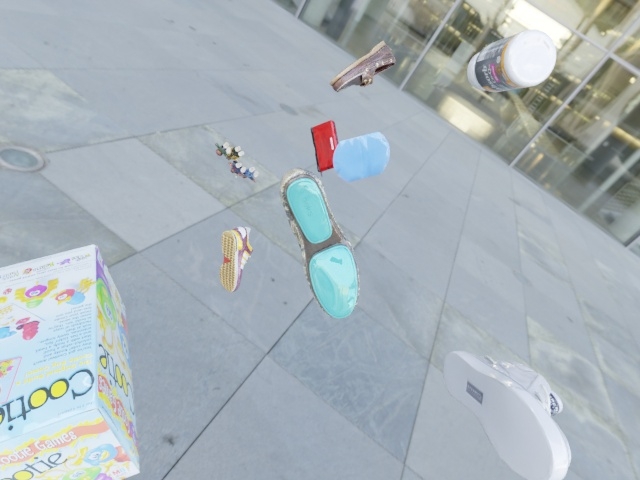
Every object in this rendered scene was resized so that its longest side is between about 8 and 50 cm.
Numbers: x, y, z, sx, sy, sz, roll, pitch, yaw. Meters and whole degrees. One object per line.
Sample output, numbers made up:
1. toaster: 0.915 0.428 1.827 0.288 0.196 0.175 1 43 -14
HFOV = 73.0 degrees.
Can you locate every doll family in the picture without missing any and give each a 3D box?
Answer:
1. doll family: -0.302 -0.281 1.565 0.076 0.111 0.192 -39 108 -28

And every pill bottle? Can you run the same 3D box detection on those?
1. pill bottle: 0.595 -0.561 1.383 0.162 0.162 0.278 27 8 -14

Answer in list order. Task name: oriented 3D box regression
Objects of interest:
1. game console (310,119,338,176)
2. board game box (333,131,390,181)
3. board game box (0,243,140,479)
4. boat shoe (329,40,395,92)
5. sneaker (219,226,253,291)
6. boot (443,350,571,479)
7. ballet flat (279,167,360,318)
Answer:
1. game console: 0.021 -0.286 1.358 0.085 0.124 0.143 -5 84 -57
2. board game box: 0.114 -0.243 1.244 0.169 0.133 0.033 -15 37 -5
3. board game box: -0.324 0.154 0.531 0.145 0.141 0.275 -16 40 -16
4. boat shoe: 0.115 -0.439 1.121 0.073 0.207 0.073 54 -18 -12
5. sneaker: -0.219 0.052 1.164 0.070 0.185 0.084 26 30 30
6. boot: 0.272 0.216 0.574 0.124 0.095 0.258 5 10 -9
7. ballet flat: 0.000 0.000 1.314 0.182 0.164 0.482 -117 -174 -69
